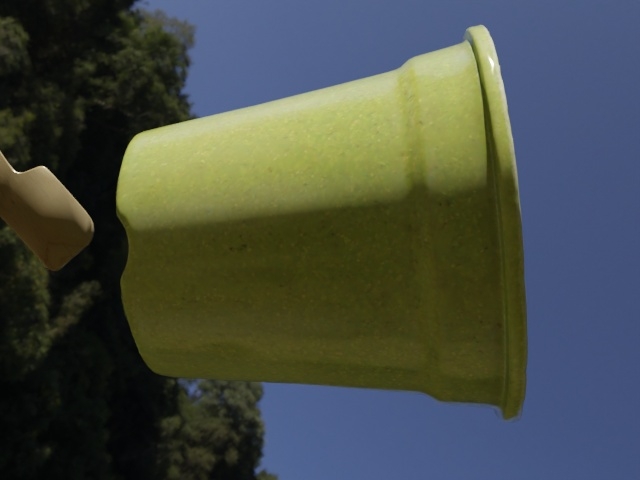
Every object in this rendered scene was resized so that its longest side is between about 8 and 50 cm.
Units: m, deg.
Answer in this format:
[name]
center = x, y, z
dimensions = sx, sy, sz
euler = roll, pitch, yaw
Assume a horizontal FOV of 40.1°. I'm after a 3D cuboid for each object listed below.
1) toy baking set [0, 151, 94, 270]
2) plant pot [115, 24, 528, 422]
[toy baking set]
center = -0.246, -0.032, 0.420
dimensions = 0.030, 0.256, 0.197
euler = 121, -44, -79
[plant pot]
center = 0.000, 0.000, 0.633
dimensions = 0.253, 0.276, 0.276
euler = -5, -67, 6
